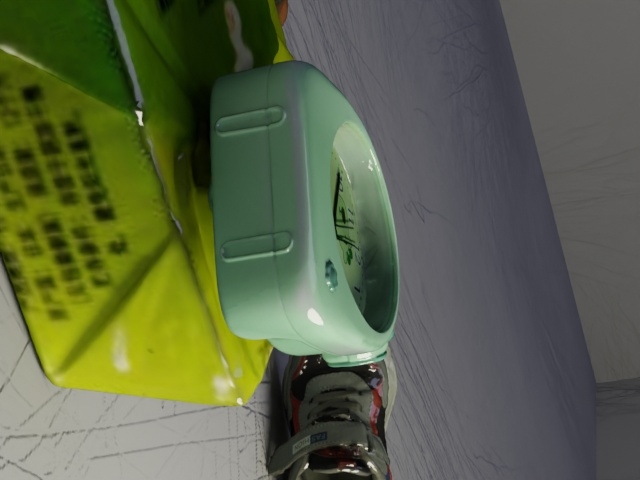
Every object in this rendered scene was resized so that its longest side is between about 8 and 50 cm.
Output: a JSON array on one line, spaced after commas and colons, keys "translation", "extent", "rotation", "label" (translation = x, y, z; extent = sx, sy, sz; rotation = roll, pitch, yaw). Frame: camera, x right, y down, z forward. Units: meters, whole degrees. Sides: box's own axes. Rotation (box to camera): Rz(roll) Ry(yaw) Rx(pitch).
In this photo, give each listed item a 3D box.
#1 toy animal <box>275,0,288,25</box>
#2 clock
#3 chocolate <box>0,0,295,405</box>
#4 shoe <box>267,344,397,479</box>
[{"translation": [-0.048, -0.191, 1.226], "extent": [0.229, 0.066, 0.224], "rotation": [-102, -151, -47], "label": "toy animal"}, {"translation": [0.000, 0.000, 0.956], "extent": [0.211, 0.066, 0.159], "rotation": [43, 41, -63], "label": "clock"}, {"translation": [-0.108, -0.084, 1.004], "extent": [0.301, 0.137, 0.288], "rotation": [-65, 142, -62], "label": "chocolate"}, {"translation": [0.008, 0.167, 1.317], "extent": [0.125, 0.099, 0.227], "rotation": [19, 66, -76], "label": "shoe"}]
